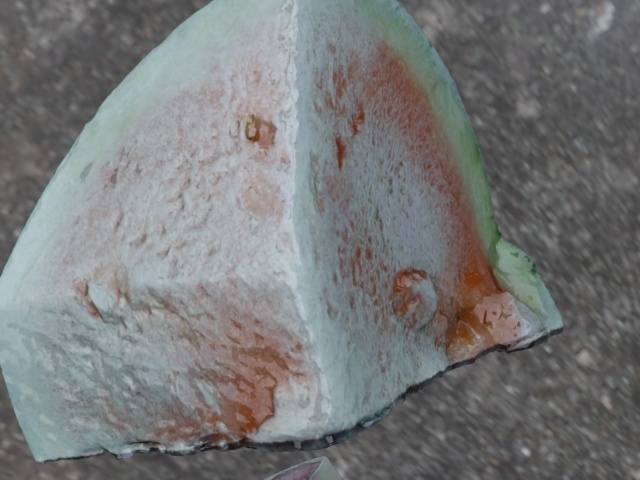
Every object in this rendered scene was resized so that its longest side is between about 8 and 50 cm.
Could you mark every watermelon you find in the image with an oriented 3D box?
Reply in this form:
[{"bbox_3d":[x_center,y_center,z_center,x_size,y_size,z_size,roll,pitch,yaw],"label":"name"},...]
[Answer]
[{"bbox_3d":[0.000,0.000,0.942,0.319,0.290,0.214,-1,32,-16],"label":"watermelon"}]

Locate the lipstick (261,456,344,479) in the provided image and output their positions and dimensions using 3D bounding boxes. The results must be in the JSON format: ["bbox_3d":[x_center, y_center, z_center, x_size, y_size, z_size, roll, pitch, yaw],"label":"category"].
[{"bbox_3d":[0.037,0.261,1.182,0.079,0.077,0.253,-28,100,41],"label":"lipstick"}]
